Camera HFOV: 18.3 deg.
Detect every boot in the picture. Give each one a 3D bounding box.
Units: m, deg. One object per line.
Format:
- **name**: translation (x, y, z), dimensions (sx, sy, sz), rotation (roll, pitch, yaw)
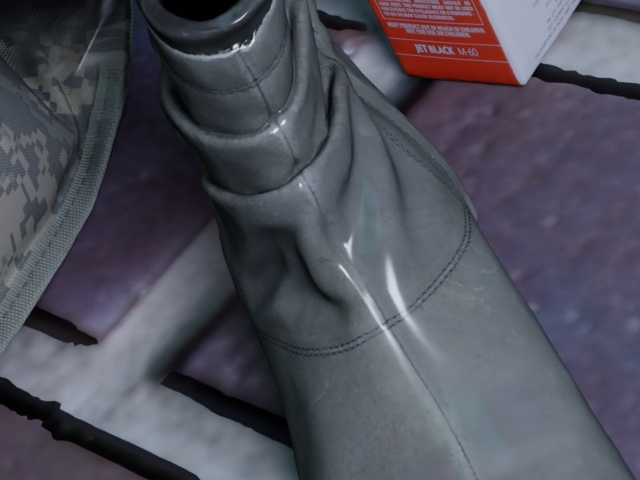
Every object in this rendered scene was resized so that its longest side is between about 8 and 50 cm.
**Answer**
- **boot**: translation (0.000, 0.000, 0.495), dimensions (0.083, 0.161, 0.246), rotation (-28, 39, 2)

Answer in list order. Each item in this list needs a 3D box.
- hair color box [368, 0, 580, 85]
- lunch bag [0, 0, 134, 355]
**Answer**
- **hair color box**: translation (0.036, -0.141, 0.622), dimensions (0.053, 0.167, 0.093), rotation (9, 52, 38)
- **lunch bag**: translation (-0.214, -0.022, 0.653), dimensions (0.235, 0.169, 0.287), rotation (-5, 38, 24)
